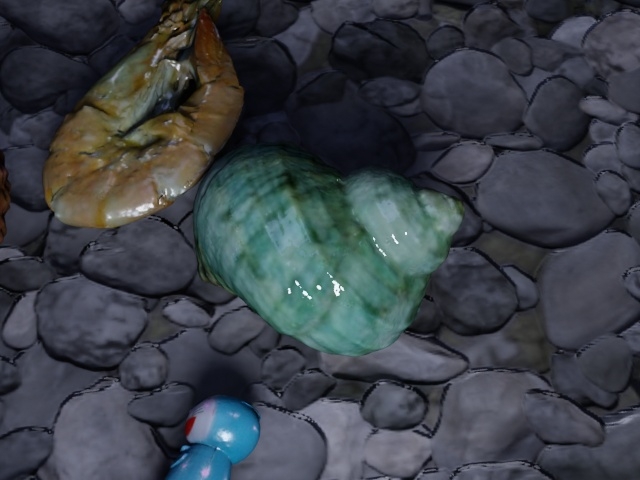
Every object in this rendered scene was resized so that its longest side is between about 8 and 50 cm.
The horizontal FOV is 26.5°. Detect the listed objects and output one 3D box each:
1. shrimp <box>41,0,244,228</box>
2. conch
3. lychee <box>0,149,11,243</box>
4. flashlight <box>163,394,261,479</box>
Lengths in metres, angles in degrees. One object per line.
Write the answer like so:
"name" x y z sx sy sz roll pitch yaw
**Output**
"shrimp" -0.118 -0.110 1.037 0.145 0.061 0.267 -3 41 25
"conch" -0.003 -0.003 0.931 0.188 0.121 0.176 15 29 8
"lychee" -0.299 -0.014 0.915 0.188 0.188 0.188 0 52 0
"flashlight" -0.075 0.155 0.852 0.051 0.051 0.129 14 57 11
